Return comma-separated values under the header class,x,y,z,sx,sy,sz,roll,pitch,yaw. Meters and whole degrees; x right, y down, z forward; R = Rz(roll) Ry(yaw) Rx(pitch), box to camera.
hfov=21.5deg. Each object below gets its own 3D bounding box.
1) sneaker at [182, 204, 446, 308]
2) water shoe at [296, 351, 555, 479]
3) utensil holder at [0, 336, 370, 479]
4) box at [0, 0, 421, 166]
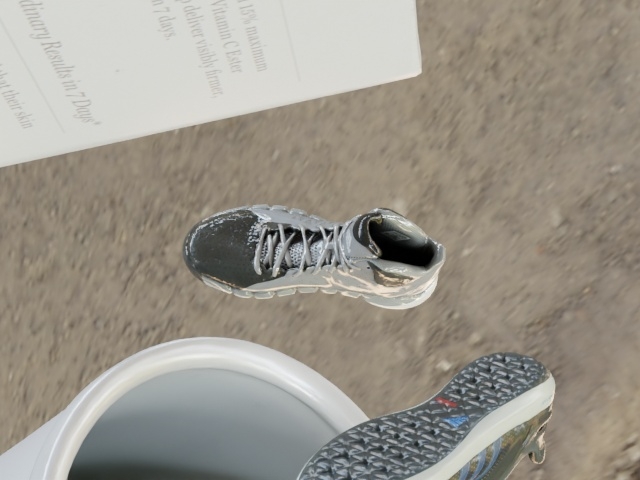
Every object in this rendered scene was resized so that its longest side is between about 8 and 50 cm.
class,x,y,z,sx,sy,sz,roll,pitch,yaw
sneaker,0.000,0.000,1.442,0.228,0.132,0.086,5,74,-8
water shoe,0.072,0.141,1.021,0.203,0.073,0.080,-25,122,-33
utensil holder,-0.155,0.291,1.319,0.327,0.385,0.328,17,59,-30
box,-0.156,-0.130,0.502,0.345,0.215,0.168,-12,68,1
